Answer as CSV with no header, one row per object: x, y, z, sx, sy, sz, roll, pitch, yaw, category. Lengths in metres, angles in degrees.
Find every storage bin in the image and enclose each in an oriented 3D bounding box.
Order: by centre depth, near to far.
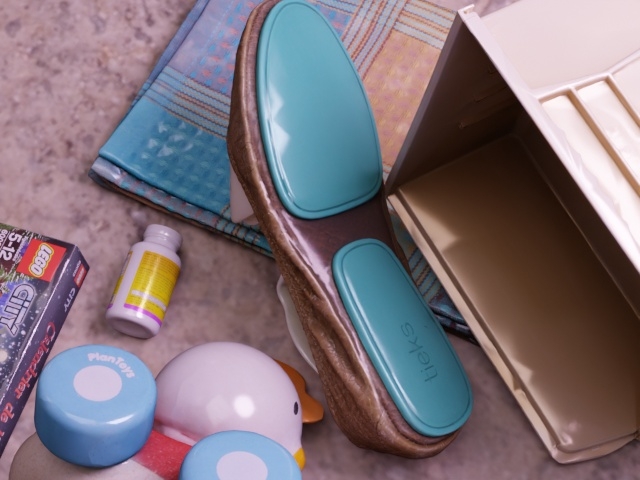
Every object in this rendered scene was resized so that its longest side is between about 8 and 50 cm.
0.178,-0.003,0.841,0.123,0.262,0.260,-27,74,-17,storage bin

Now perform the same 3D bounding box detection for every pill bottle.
-0.134,0.031,1.005,0.043,0.043,0.083,12,66,12,pill bottle

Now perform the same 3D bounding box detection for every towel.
0.030,-0.095,1.053,0.370,0.040,0.271,24,69,17,towel

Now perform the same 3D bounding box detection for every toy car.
-0.065,0.152,0.881,0.210,0.219,0.238,28,41,19,toy car

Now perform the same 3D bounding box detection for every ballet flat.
0.000,0.000,0.934,0.116,0.124,0.342,-19,83,-38,ballet flat

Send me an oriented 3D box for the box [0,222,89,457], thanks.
-0.299,0.090,0.994,0.159,0.044,0.233,15,66,14,box
